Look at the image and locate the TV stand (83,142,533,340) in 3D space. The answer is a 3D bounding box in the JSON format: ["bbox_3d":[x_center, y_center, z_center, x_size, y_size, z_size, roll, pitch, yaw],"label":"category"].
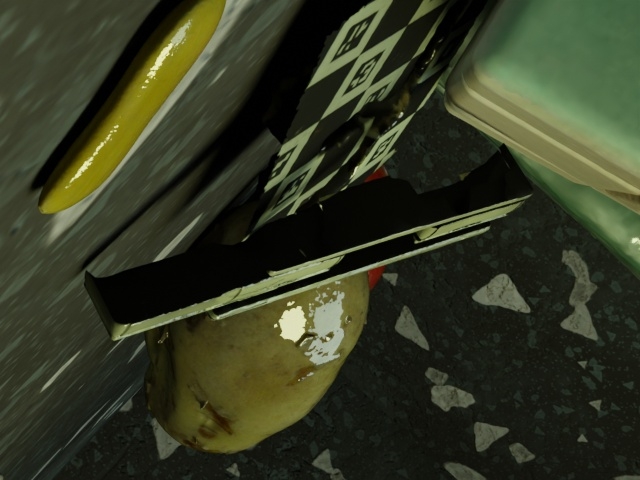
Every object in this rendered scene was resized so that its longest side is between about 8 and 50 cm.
[{"bbox_3d":[0.000,0.000,0.639,0.249,0.036,0.042,-17,160,-32],"label":"TV stand"}]

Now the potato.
[{"bbox_3d":[-0.054,0.073,1.056,0.262,0.165,0.165,-47,180,39],"label":"potato"}]

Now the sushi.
[{"bbox_3d":[0.015,-0.085,0.664,0.192,0.043,0.279,-42,169,-30],"label":"sushi"}]

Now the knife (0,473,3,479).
[{"bbox_3d":[-0.277,0.209,1.027,0.046,0.022,0.256,-51,-179,-11],"label":"knife"}]

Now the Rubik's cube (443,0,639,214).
[{"bbox_3d":[0.272,-0.129,0.624,0.321,0.316,0.319,-61,179,5],"label":"Rubik's cube"}]

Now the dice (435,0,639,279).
[{"bbox_3d":[0.282,-0.156,0.952,0.330,0.348,0.328,-48,178,8],"label":"dice"}]

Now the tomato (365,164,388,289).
[{"bbox_3d":[-0.014,0.011,1.226,0.200,0.139,0.233,-40,178,-26],"label":"tomato"}]

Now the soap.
[{"bbox_3d":[-0.052,-0.037,0.351,0.089,0.012,0.034,-47,180,36],"label":"soap"}]
